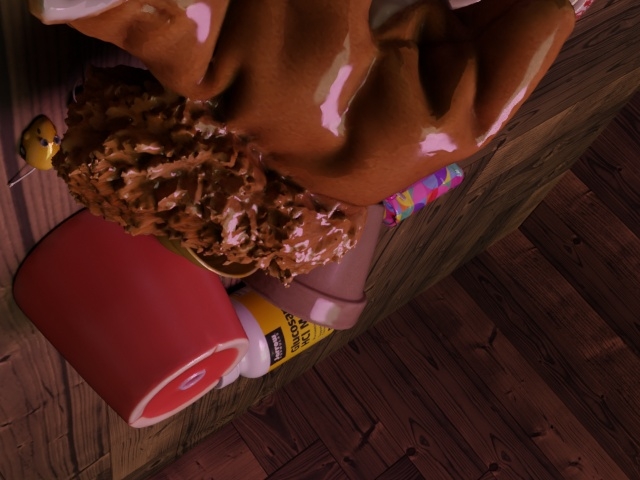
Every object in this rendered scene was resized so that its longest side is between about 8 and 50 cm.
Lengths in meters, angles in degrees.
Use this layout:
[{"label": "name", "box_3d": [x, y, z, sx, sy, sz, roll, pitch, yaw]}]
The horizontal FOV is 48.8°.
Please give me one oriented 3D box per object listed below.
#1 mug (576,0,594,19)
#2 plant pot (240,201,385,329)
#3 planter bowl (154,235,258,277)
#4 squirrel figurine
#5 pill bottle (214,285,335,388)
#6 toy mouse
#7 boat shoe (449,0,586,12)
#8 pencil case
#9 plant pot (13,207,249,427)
[{"label": "mug", "box_3d": [0.462, -0.453, 1.237, 0.150, 0.113, 0.169, 3, 151, -17]}, {"label": "plant pot", "box_3d": [0.000, 0.000, 1.297, 0.229, 0.263, 0.263, -63, 157, 13]}, {"label": "planter bowl", "box_3d": [-0.163, -0.046, 0.917, 0.090, 0.217, 0.217, -18, 175, 29]}, {"label": "squirrel figurine", "box_3d": [-0.079, -0.139, 0.576, 0.370, 0.281, 0.397, 9, 123, -41]}, {"label": "pill bottle", "box_3d": [-0.118, 0.180, 1.536, 0.334, 0.188, 0.188, -28, 160, -34]}, {"label": "toy mouse", "box_3d": [-0.251, -0.116, 0.773, 0.143, 0.031, 0.161, -20, 155, -47]}, {"label": "boat shoe", "box_3d": [0.209, -0.313, 0.998, 0.324, 0.116, 0.096, -19, -158, 22]}, {"label": "pencil case", "box_3d": [0.221, -0.121, 1.634, 0.236, 0.104, 0.104, -32, 162, -26]}, {"label": "plant pot", "box_3d": [-0.246, 0.107, 0.993, 0.275, 0.243, 0.275, -36, 163, -12]}]
